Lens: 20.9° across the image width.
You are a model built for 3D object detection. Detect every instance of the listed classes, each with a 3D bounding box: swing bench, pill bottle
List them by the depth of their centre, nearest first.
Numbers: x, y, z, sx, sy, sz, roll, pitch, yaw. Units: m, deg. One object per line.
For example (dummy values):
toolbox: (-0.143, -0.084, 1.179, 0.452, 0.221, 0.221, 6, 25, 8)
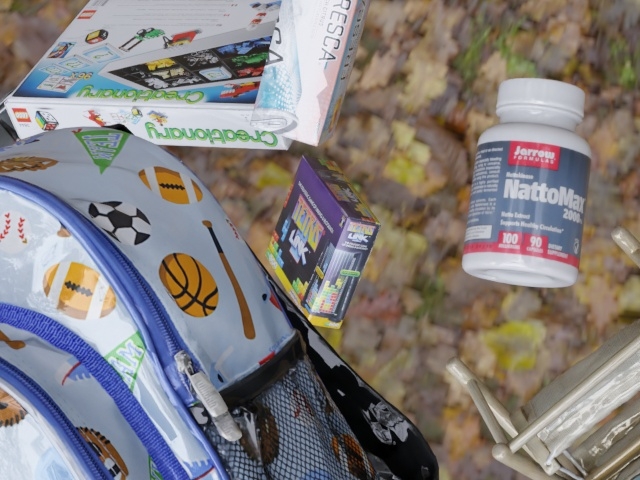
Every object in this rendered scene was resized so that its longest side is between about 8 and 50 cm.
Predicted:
pill bottle: (0.193, -0.053, 1.603, 0.108, 0.108, 0.180, 6, 81, 10)
swing bench: (0.324, 0.166, 1.889, 0.253, 0.165, 0.254, -41, 126, 12)

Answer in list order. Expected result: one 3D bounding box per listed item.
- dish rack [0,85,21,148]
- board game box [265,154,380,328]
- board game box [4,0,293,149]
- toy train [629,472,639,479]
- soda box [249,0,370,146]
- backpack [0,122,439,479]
dish rack: (-0.330, -0.025, 2.005, 0.208, 0.074, 0.271, -44, 140, -5)
board game box: (0.000, 0.000, 2.028, 0.048, 0.170, 0.141, 10, 113, -25)
board game box: (-0.135, -0.171, 1.712, 0.305, 0.193, 0.053, 4, 132, 27)
toy train: (0.286, 0.281, 1.302, 0.142, 0.334, 0.190, -5, 71, 11)
soda box: (0.000, -0.172, 1.399, 0.063, 0.058, 0.183, 18, 104, 10)
backpack: (-0.124, 0.091, 0.765, 0.276, 0.213, 0.263, -25, 88, 25)
